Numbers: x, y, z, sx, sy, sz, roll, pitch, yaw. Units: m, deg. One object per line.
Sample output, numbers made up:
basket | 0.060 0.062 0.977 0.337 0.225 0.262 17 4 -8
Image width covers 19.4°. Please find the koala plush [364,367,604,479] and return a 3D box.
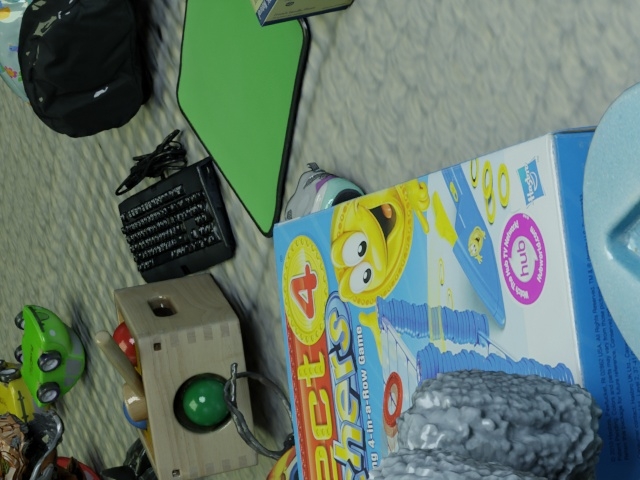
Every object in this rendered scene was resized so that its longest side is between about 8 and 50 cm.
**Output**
koala plush | 0.142 0.145 0.650 0.196 0.221 0.203 -46 -52 -79

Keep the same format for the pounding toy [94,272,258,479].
pounding toy | -0.106 0.093 1.297 0.141 0.100 0.130 -132 33 -68

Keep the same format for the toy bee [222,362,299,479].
toy bee | -0.011 0.181 1.117 0.162 0.195 0.298 -34 60 39

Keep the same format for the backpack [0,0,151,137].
backpack | -0.198 -0.178 1.351 0.152 0.115 0.182 99 149 -47

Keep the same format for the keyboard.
keyboard | -0.121 -0.019 1.374 0.192 0.038 0.100 -20 85 64

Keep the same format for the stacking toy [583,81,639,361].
stacking toy | 0.171 -0.072 0.620 0.309 0.130 0.279 -17 89 65

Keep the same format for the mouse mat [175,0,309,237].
mouse mat | -0.054 -0.112 1.215 0.152 0.007 0.189 56 151 35

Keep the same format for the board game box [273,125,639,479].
board game box | 0.087 0.119 0.896 0.302 0.086 0.308 162 102 -65

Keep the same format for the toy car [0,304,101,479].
toy car | -0.244 0.144 1.707 0.239 0.053 0.225 54 148 36

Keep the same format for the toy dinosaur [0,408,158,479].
toy dinosaur | -0.211 0.259 1.507 0.164 0.218 0.322 60 151 28

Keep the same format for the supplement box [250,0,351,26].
supplement box | -0.011 -0.176 1.027 0.083 0.056 0.083 68 154 15

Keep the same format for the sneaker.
sneaker | 0.000 0.000 1.135 0.069 0.038 0.098 40 129 53
